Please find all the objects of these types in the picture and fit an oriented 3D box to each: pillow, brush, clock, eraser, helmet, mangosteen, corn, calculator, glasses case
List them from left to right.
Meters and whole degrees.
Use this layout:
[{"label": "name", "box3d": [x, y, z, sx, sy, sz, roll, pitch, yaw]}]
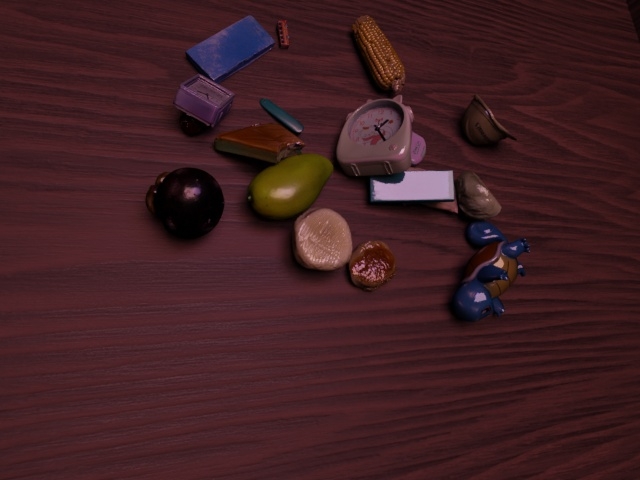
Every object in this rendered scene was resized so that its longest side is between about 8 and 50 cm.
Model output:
[{"label": "mangosteen", "box3d": [-0.409, -0.120, 1.302, 0.249, 0.211, 0.212, 23, 63, 19]}, {"label": "mangosteen", "box3d": [-0.414, -0.386, 1.437, 0.080, 0.081, 0.081, 6, 72, -19]}, {"label": "clock", "box3d": [-0.369, -0.452, 1.424, 0.144, 0.073, 0.193, 27, 30, -10]}, {"label": "eraser", "box3d": [-0.317, -0.684, 1.586, 0.144, 0.042, 0.312, 46, 64, -2]}, {"label": "brush", "box3d": [-0.141, -0.443, 1.590, 0.193, 0.032, 0.043, 37, 68, 7]}, {"label": "corn", "box3d": [0.232, -0.738, 1.769, 0.130, 0.130, 0.347, -22, 80, -25]}, {"label": "clock", "box3d": [0.211, -0.387, 1.596, 0.109, 0.264, 0.325, 51, 47, -51]}, {"label": "calculator", "box3d": [0.302, -0.388, 1.732, 0.245, 0.045, 0.141, 28, 66, -10]}, {"label": "glasses case", "box3d": [0.327, -0.190, 1.610, 0.300, 0.070, 0.117, 0, 80, 1]}, {"label": "pillow", "box3d": [0.402, -0.196, 1.698, 0.269, 0.067, 0.174, 5, 71, -18]}, {"label": "helmet", "box3d": [0.679, -0.468, 1.853, 0.257, 0.137, 0.204, 42, 25, -13]}]

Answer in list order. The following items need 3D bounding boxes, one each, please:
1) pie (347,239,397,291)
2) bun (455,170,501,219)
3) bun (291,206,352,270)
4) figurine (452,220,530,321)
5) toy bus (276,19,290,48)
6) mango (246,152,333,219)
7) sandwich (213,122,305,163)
[{"label": "pie", "box3d": [0.178, 0.084, 1.521, 0.193, 0.079, 0.163, -40, 86, -24]}, {"label": "bun", "box3d": [0.595, -0.163, 1.718, 0.204, 0.126, 0.213, 47, 19, -23]}, {"label": "bun", "box3d": [0.000, 0.000, 1.446, 0.220, 0.134, 0.221, 9, 71, -26]}, {"label": "figurine", "box3d": [0.631, 0.106, 1.613, 0.242, 0.298, 0.417, 13, 62, 17]}, {"label": "toy bus", "box3d": [-0.143, -0.787, 1.692, 0.043, 0.031, 0.110, -5, 76, -15]}, {"label": "mango", "box3d": [-0.083, -0.186, 1.453, 0.192, 0.156, 0.343, 40, 56, 19]}, {"label": "sandwich", "box3d": [-0.196, -0.311, 1.437, 0.244, 0.063, 0.212, -19, 39, -25]}]
